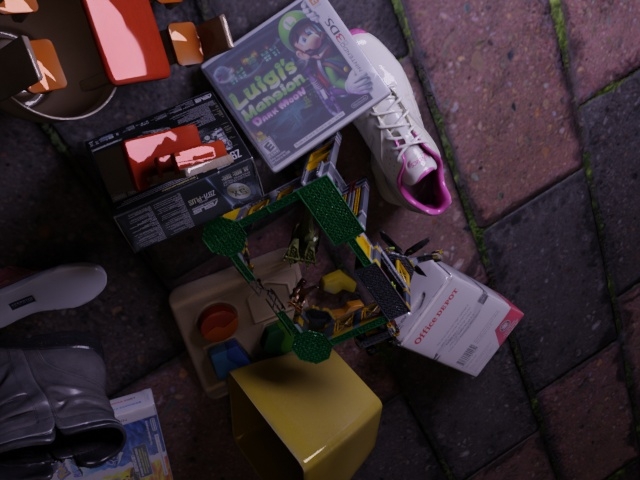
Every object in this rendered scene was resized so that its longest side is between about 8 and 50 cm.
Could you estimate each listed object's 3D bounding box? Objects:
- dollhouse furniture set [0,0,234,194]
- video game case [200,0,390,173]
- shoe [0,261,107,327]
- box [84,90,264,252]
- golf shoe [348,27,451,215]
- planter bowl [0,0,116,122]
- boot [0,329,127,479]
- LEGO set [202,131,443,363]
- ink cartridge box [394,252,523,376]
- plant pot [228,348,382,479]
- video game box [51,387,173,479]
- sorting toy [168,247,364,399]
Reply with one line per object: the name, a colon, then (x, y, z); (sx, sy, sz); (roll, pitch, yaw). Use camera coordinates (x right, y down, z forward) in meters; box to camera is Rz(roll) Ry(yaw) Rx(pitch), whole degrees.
dollhouse furniture set: (-0.194, -0.187, 0.680); (0.262, 0.135, 0.259); (-29, 106, -48)
video game case: (-0.033, -0.211, 0.857); (0.190, 0.022, 0.173); (-35, 89, 0)
shoe: (-0.379, 0.058, 0.872); (0.178, 0.081, 0.063); (-20, 123, -10)
box: (-0.186, -0.091, 0.830); (0.180, 0.147, 0.077); (-26, 145, -11)
golf shoe: (0.113, -0.162, 0.942); (0.115, 0.140, 0.306); (-34, 123, -3)
planter bowl: (-0.323, -0.203, 0.722); (0.162, 0.109, 0.162); (9, 79, -49)
boot: (-0.441, 0.225, 0.849); (0.338, 0.222, 0.118); (-10, 121, -19)
LEGO set: (0.000, 0.000, 0.969); (0.255, 0.192, 0.331); (-35, 110, 23)
ink cartridge box: (0.239, 0.140, 1.189); (0.218, 0.092, 0.158); (26, 103, -35)
plant pot: (-0.017, 0.309, 1.089); (0.187, 0.212, 0.212); (-24, 139, -28)
video game box: (-0.351, 0.357, 1.070); (0.187, 0.048, 0.205); (-13, 121, -15)
sorting toy: (-0.072, 0.127, 1.073); (0.307, 0.041, 0.229); (-21, 123, -13)
